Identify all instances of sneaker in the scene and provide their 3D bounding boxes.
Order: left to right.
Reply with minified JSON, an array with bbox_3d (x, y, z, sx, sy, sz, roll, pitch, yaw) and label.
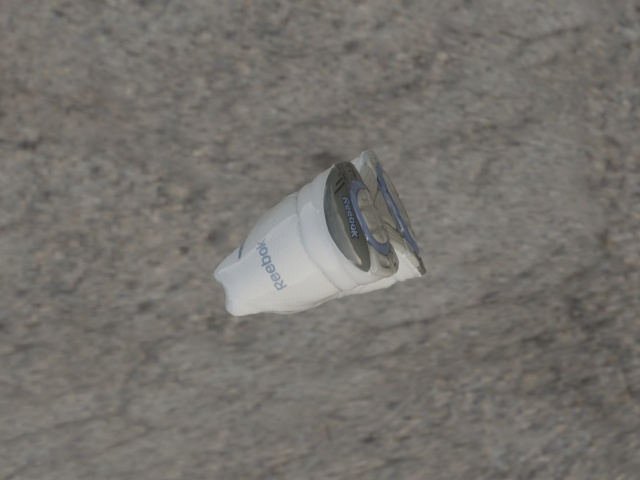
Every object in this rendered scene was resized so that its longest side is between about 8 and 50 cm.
[{"bbox_3d":[0.000,0.000,1.131,0.129,0.297,0.111,-25,83,12],"label":"sneaker"}]
